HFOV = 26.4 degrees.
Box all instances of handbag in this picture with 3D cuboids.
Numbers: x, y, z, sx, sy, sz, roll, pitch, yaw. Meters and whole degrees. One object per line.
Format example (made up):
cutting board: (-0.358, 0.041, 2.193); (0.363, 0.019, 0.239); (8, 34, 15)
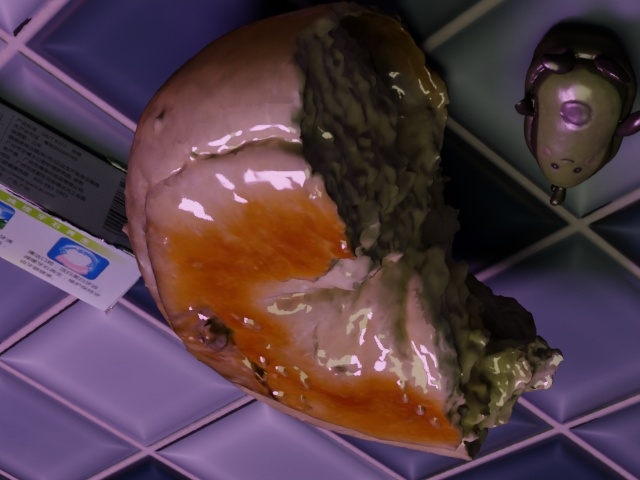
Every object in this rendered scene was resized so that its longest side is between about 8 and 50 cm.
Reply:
handbag: (0.145, -0.069, 0.764); (0.072, 0.047, 0.111); (9, 138, 9)

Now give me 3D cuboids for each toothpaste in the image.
toothpaste: (-0.259, -0.068, 0.880); (0.336, 0.067, 0.081); (30, 139, -17)

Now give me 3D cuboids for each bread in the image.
bread: (-0.002, 0.003, 0.799); (0.192, 0.171, 0.314); (-11, 133, 32)
